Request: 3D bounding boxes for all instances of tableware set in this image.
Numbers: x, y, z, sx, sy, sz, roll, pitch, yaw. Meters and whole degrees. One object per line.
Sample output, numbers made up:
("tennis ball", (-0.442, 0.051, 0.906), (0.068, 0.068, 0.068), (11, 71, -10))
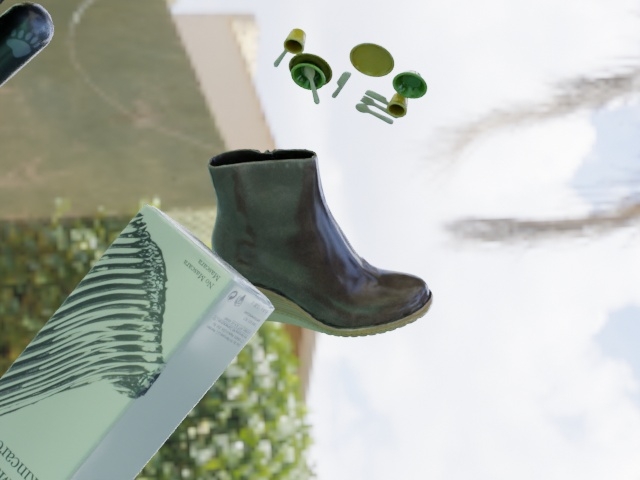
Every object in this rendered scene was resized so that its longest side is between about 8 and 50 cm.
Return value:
("tableware set", (0.029, -0.171, 1.540), (0.104, 0.154, 0.024), (-51, -164, 51))

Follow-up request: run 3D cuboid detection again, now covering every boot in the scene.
("boot", (0.000, 0.000, 1.630), (0.090, 0.248, 0.207), (-81, 170, -56))

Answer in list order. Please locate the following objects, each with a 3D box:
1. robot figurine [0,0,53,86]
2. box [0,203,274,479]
("robot figurine", (-0.307, -0.195, 1.018), (0.278, 0.173, 0.209), (-37, -101, 34))
("box", (-0.172, 0.115, 1.186), (0.113, 0.275, 0.094), (38, -2, 25))
